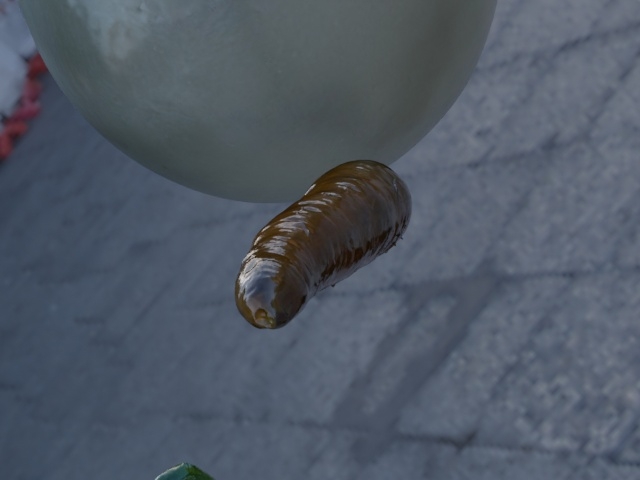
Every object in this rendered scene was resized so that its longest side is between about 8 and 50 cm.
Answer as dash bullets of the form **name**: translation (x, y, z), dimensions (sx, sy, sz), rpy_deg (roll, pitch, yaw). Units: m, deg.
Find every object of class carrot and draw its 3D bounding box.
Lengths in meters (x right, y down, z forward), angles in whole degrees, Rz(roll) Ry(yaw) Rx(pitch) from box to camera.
- **carrot**: translation (0.000, 0.000, 0.680), dimensions (0.047, 0.047, 0.191), rpy_deg (-42, -2, 19)

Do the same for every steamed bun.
- **steamed bun**: translation (-0.023, -0.178, 1.033), dimensions (0.206, 0.324, 0.324), rpy_deg (15, 62, 44)

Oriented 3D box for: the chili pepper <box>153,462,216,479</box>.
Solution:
- **chili pepper**: translation (-0.133, 0.209, 0.797), dimensions (0.257, 0.100, 0.074), rpy_deg (-46, -4, 0)
